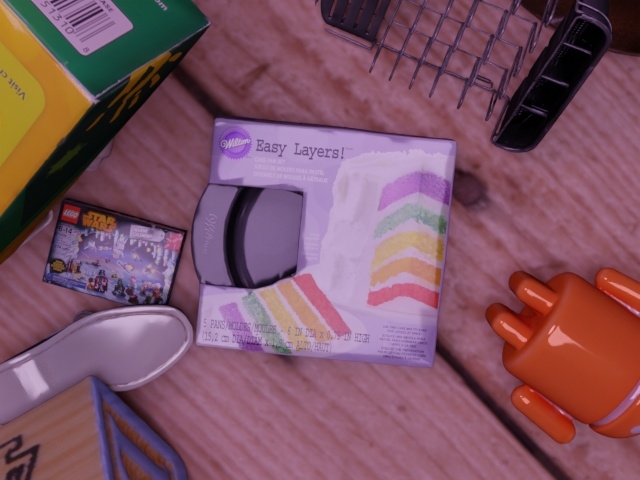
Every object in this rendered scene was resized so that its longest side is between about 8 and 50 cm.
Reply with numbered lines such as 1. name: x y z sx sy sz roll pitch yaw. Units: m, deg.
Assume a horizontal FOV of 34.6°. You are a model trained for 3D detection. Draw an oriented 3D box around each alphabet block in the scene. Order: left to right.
1. alphabet block: -0.251 0.291 1.031 0.197 0.193 0.192 -31 129 5

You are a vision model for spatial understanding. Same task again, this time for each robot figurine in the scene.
1. robot figurine: 0.279 0.117 1.063 0.219 0.128 0.158 35 58 -3

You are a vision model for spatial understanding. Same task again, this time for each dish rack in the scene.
1. dish rack: 0.125 -0.211 0.994 0.272 0.208 0.074 23 58 -2

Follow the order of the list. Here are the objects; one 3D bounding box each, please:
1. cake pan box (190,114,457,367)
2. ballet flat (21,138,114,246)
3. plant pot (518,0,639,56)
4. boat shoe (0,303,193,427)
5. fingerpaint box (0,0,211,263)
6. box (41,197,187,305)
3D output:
1. cake pan box: 0.000 0.000 1.084 0.267 0.070 0.245 7 95 0
2. ballet flat: -0.301 -0.089 1.052 0.400 0.139 0.139 -45 95 -1
3. plant pot: 0.308 -0.332 0.983 0.215 0.215 0.230 30 81 -3
4. boat shoe: -0.251 0.129 1.097 0.255 0.079 0.095 -28 98 7
5. fingerpaint box: -0.364 -0.197 0.795 0.445 0.163 0.371 47 130 -5
6. box: -0.222 0.017 1.108 0.137 0.027 0.094 15 96 -1
